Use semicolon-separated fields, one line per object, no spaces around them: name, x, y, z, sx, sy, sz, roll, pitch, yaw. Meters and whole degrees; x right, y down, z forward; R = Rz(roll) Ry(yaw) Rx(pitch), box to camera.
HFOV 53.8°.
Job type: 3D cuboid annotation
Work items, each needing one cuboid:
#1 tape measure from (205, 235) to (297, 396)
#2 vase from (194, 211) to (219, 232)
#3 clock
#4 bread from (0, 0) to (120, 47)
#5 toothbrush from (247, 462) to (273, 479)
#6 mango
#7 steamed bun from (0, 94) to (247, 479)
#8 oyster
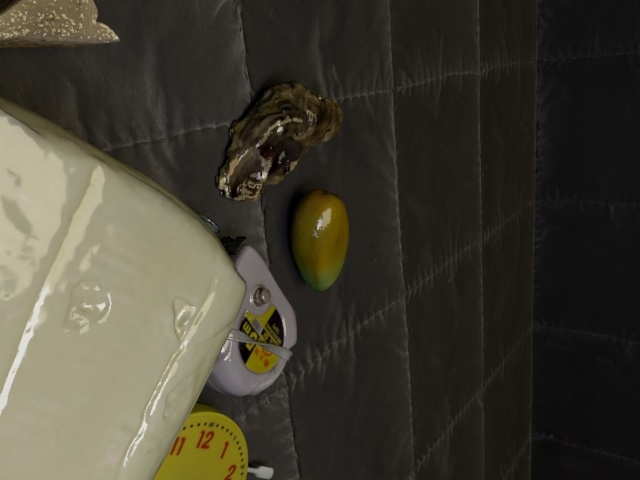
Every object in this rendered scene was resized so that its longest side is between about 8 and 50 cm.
tape measure;-0.125;0.144;1.000;0.236;0.120;0.197;60;43;-34
vase;-0.207;0.039;0.920;0.059;0.059;0.167;50;56;-46
clock;-0.214;0.385;0.925;0.277;0.071;0.294;19;88;-51
bread;-0.316;-0.226;0.703;0.152;0.077;0.105;-56;136;-30
toothbrush;-0.183;0.363;1.037;0.342;0.030;0.025;37;66;-51
mango;0.000;0.000;1.176;0.130;0.091;0.195;-18;115;-54
steamed bun;-0.321;0.078;0.576;0.456;0.289;0.371;42;68;-47
oyster;-0.058;-0.165;1.074;0.294;0.094;0.166;-55;145;-24
